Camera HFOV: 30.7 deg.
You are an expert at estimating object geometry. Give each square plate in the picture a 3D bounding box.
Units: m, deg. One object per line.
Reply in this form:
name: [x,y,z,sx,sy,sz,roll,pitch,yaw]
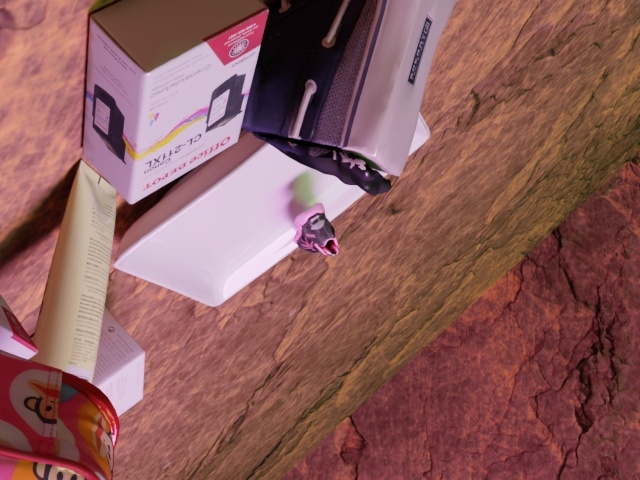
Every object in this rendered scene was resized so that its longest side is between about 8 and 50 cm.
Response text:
square plate: [-0.043,-0.065,1.289,0.347,0.049,0.344,-38,165,3]

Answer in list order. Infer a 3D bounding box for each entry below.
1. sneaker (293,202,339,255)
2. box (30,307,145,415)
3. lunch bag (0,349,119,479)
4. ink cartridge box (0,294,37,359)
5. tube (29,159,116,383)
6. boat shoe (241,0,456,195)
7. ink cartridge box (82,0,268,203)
sneaker: [0.000,0.000,1.372,0.047,0.057,0.119,-37,166,-7]
box: [-0.284,0.164,1.259,0.170,0.091,0.130,-36,162,-26]
lunch bag: [-0.296,0.173,0.743,0.258,0.293,0.120,-59,-161,23]
ink cartridge box: [-0.284,0.030,0.843,0.063,0.150,0.109,-38,163,-5]
tube: [-0.221,0.055,1.043,0.062,0.240,0.070,15,167,-29]
boat shoe: [0.032,-0.223,1.049,0.127,0.158,0.341,30,77,-68]
ink cartridge box: [-0.123,-0.129,0.963,0.127,0.072,0.175,-35,160,-30]
